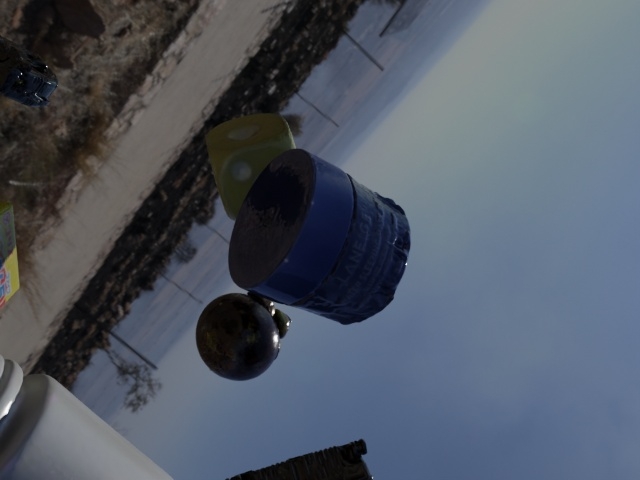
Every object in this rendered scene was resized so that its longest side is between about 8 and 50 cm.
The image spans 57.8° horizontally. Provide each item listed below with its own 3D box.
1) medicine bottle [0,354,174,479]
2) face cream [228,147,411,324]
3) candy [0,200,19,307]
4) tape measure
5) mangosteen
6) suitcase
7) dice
[{"bbox_3d":[-0.221,0.162,0.399,0.139,0.237,0.139,-30,-153,17],"label":"medicine bottle"},{"bbox_3d":[0.000,0.000,0.983,0.249,0.225,0.249,-34,-136,41],"label":"face cream"},{"bbox_3d":[-0.454,0.067,0.659,0.276,0.088,0.146,-86,-174,-63],"label":"candy"},{"bbox_3d":[-0.752,-0.424,1.441,0.112,0.199,0.186,-43,166,8],"label":"tape measure"},{"bbox_3d":[-0.156,0.195,1.247,0.217,0.192,0.192,-26,166,-47],"label":"mangosteen"},{"bbox_3d":[-0.033,0.473,0.958,0.229,0.152,0.335,-11,146,-15],"label":"suitcase"},{"bbox_3d":[-0.128,-0.144,1.158,0.166,0.169,0.169,-16,-147,-4],"label":"dice"}]
